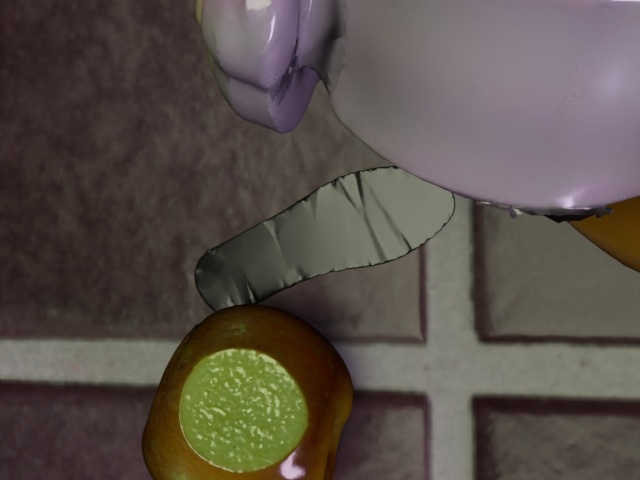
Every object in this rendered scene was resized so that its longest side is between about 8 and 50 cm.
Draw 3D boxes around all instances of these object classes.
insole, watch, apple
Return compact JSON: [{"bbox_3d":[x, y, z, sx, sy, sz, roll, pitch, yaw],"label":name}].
[{"bbox_3d":[0.000,0.000,0.687,0.153,0.002,0.053,-25,87,16],"label":"insole"},{"bbox_3d":[0.074,-0.125,0.539,0.217,0.248,0.211,14,134,5],"label":"watch"},{"bbox_3d":[-0.034,0.092,0.657,0.102,0.099,0.114,25,75,4],"label":"apple"}]

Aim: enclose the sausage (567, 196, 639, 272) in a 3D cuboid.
[{"bbox_3d":[0.211,-0.015,0.577,0.328,0.112,0.112,23,100,15],"label":"sausage"}]
